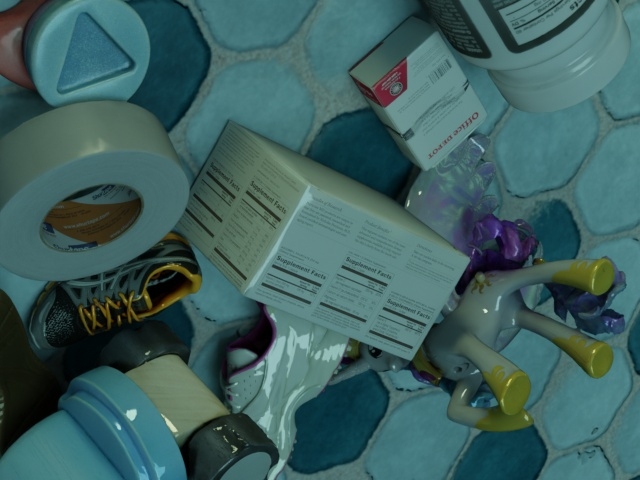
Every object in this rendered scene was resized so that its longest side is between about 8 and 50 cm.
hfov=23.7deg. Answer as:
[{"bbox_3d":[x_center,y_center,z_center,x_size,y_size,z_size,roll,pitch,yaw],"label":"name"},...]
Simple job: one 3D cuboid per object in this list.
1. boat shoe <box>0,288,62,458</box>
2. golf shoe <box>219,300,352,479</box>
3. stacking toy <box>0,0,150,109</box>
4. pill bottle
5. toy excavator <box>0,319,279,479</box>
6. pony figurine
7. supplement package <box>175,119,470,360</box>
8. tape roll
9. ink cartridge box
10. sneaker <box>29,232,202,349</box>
[{"bbox_3d":[-0.366,0.155,1.711,0.104,0.089,0.285,-45,138,-38],"label":"boat shoe"},{"bbox_3d":[-0.084,0.197,1.895,0.140,0.115,0.306,27,92,-27],"label":"golf shoe"},{"bbox_3d":[-0.238,-0.289,1.529,0.279,0.130,0.309,33,94,-39],"label":"stacking toy"},{"bbox_3d":[0.205,-0.326,1.731,0.210,0.210,0.363,-43,128,-6],"label":"pill bottle"},{"bbox_3d":[-0.308,0.352,1.703,0.445,0.222,0.433,-22,143,-33],"label":"toy excavator"},{"bbox_3d":[0.203,0.077,1.890,0.351,0.363,0.303,-50,123,-21],"label":"pony figurine"},{"bbox_3d":[0.000,0.000,1.773,0.261,0.204,0.145,24,100,-37],"label":"supplement package"},{"bbox_3d":[-0.253,-0.050,1.618,0.219,0.072,0.219,-19,150,-11],"label":"tape roll"},{"bbox_3d":[0.120,-0.177,1.847,0.109,0.063,0.150,-42,128,-7],"label":"ink cartridge box"},{"bbox_3d":[-0.232,0.064,1.741,0.215,0.083,0.084,-30,127,-14],"label":"sneaker"}]
